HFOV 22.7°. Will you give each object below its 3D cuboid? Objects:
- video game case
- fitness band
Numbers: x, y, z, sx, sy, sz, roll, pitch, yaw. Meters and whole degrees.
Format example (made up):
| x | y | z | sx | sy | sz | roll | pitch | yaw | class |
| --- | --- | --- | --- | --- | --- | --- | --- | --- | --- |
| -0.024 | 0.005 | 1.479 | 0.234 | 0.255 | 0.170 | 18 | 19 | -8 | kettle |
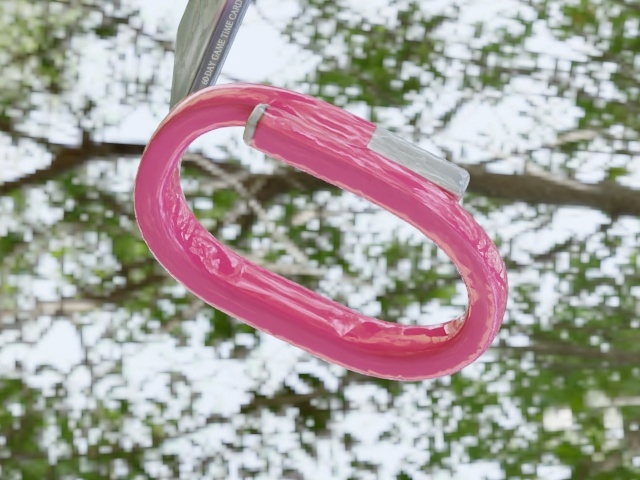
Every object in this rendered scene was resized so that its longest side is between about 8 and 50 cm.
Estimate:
| x | y | z | sx | sy | sz | roll | pitch | yaw | class |
| --- | --- | --- | --- | --- | --- | --- | --- | --- | --- |
| -0.089 | -0.242 | 1.493 | 0.196 | 0.026 | 0.274 | -90 | -158 | -46 | video game case |
| 0.000 | 0.000 | 1.165 | 0.054 | 0.290 | 0.209 | -62 | 177 | -44 | fitness band |
